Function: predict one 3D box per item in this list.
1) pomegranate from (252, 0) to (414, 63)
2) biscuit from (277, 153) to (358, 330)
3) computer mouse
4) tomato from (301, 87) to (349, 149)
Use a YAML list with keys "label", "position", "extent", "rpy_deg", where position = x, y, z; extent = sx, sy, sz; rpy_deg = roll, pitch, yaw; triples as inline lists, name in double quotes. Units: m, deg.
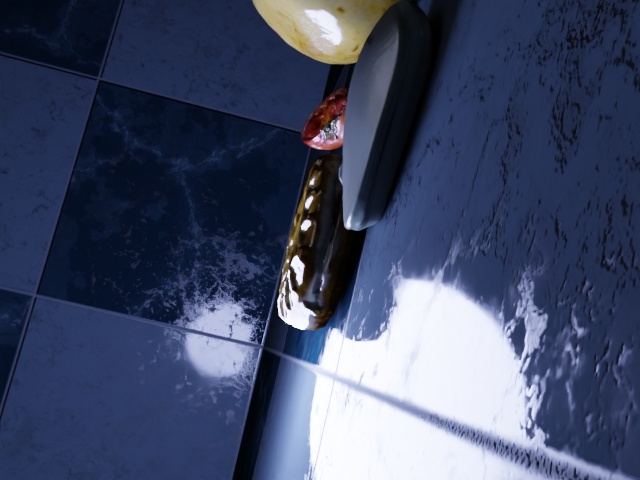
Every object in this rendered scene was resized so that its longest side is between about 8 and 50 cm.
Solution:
- label: "pomegranate"
  position: [0.020, -0.468, 1.149]
  extent: [0.332, 0.333, 0.332]
  rpy_deg: [-166, 90, -84]
- label: "biscuit"
  position: [0.000, 0.000, 1.232]
  extent: [0.332, 0.103, 0.331]
  rpy_deg: [-167, 90, -84]
- label: "computer mouse"
  position: [0.078, -0.176, 0.975]
  extent: [0.197, 0.095, 0.330]
  rpy_deg: [-82, 7, -76]
- label: "tomato"
  position: [0.038, -0.272, 1.589]
  extent: [0.159, 0.091, 0.139]
  rpy_deg: [-44, 30, 22]
